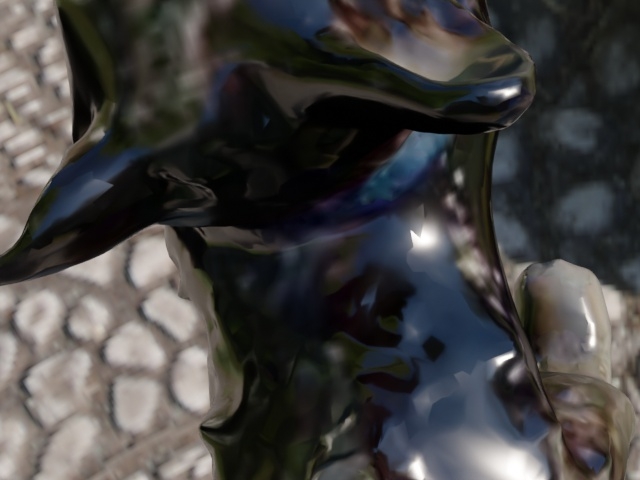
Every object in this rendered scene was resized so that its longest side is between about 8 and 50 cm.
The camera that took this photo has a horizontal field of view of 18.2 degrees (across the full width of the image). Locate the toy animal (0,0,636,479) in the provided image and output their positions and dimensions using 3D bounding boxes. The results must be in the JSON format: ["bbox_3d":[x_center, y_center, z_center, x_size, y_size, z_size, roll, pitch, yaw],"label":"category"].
[{"bbox_3d":[0.000,0.000,0.691,0.194,0.344,0.303,-17,14,14],"label":"toy animal"}]
